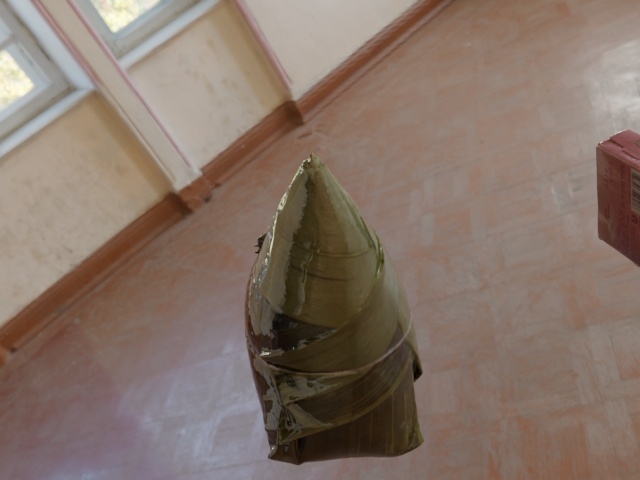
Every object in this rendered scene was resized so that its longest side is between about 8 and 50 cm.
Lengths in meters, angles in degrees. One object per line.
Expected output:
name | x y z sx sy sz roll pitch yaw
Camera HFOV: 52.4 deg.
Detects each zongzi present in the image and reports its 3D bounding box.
zongzi | 0.000 0.000 0.589 0.154 0.317 0.289 -7 36 -6

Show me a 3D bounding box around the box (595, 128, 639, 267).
box | 0.398 -0.046 0.808 0.060 0.156 0.111 -19 31 -8
